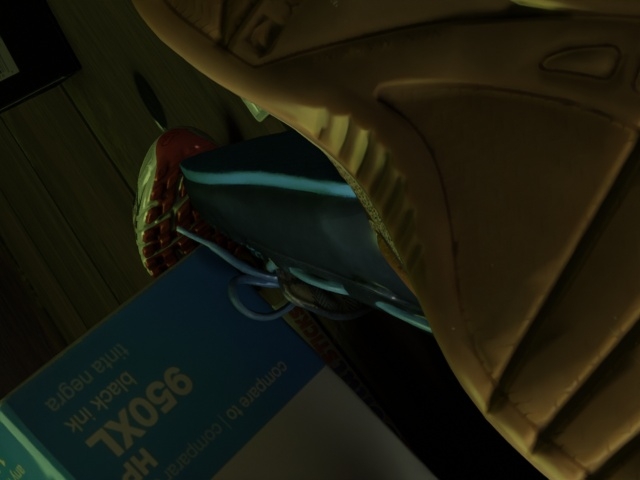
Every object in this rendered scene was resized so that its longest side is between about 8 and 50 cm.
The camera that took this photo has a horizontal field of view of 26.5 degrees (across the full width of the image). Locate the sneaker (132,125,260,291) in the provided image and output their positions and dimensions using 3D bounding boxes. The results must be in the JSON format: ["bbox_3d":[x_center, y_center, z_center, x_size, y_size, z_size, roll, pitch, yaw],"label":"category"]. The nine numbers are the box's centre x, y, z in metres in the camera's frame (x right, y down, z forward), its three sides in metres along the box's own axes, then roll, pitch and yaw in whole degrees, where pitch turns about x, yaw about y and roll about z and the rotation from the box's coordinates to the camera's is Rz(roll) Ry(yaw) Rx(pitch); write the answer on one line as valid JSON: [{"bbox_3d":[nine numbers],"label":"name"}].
[{"bbox_3d":[-0.100,-0.016,0.945,0.092,0.088,0.225,55,163,20],"label":"sneaker"}]

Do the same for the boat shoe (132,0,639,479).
[{"bbox_3d":[0.073,-0.017,0.417,0.342,0.123,0.123,42,-173,34],"label":"boat shoe"}]

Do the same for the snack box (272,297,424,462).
[{"bbox_3d":[0.024,0.119,0.924,0.178,0.022,0.064,51,161,27],"label":"snack box"}]

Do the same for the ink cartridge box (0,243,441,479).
[{"bbox_3d":[-0.028,0.245,0.728,0.395,0.166,0.285,45,135,4],"label":"ink cartridge box"}]

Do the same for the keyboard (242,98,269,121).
[{"bbox_3d":[-0.023,-0.114,0.672,0.072,0.014,0.256,60,164,-1],"label":"keyboard"}]

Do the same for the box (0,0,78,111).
[{"bbox_3d":[-0.320,-0.154,1.243,0.093,0.156,0.158,63,164,-9],"label":"box"}]

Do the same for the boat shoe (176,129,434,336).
[{"bbox_3d":[0.000,0.000,0.626,0.258,0.109,0.089,-155,49,-67],"label":"boat shoe"}]
